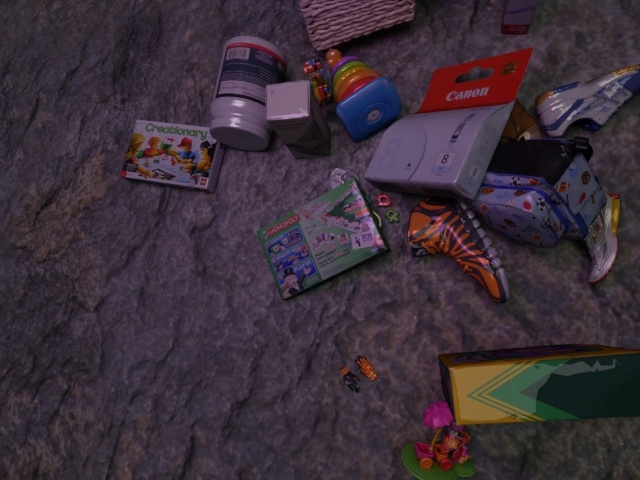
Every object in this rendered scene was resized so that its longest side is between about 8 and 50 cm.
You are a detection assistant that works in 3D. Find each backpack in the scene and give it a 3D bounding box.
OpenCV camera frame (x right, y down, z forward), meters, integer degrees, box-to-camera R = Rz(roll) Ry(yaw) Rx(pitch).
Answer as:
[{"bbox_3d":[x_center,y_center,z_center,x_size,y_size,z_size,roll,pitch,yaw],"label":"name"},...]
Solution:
[{"bbox_3d":[0.491,-0.100,0.962,0.264,0.276,0.213,28,94,-26],"label":"backpack"}]

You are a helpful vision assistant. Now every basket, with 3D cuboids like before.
[{"bbox_3d":[0.076,-0.755,1.155,0.329,0.266,0.331,-15,63,8],"label":"basket"}]

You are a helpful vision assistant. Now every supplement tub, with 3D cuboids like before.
[{"bbox_3d":[-0.208,-0.417,1.223,0.191,0.191,0.272,7,81,14],"label":"supplement tub"}]

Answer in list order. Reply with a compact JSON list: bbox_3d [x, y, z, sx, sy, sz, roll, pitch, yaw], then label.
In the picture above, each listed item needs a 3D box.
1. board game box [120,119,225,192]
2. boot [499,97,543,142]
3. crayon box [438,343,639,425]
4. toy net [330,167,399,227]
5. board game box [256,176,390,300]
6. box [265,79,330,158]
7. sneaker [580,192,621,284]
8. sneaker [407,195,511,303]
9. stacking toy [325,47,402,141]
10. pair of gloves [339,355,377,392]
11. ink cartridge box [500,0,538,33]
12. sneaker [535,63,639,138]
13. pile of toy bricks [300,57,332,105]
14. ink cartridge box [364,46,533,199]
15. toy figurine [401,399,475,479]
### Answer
[{"bbox_3d":[-0.452,-0.262,1.319,0.306,0.053,0.192,9,81,14],"label":"board game box"},{"bbox_3d":[0.460,-0.279,1.111,0.197,0.073,0.152,-21,76,-4],"label":"boot"},{"bbox_3d":[0.409,0.276,0.856,0.313,0.363,0.106,-9,77,11],"label":"crayon box"},{"bbox_3d":[0.111,-0.123,1.169,0.122,0.045,0.232,-35,73,5],"label":"toy net"},{"bbox_3d":[0.000,0.000,1.140,0.318,0.046,0.213,-27,73,17],"label":"board game box"},{"bbox_3d":[-0.050,-0.305,1.121,0.113,0.275,0.094,-3,81,13],"label":"box"},{"bbox_3d":[0.647,-0.005,1.013,0.093,0.088,0.225,6,73,21],"label":"sneaker"},{"bbox_3d":[0.327,0.032,1.063,0.180,0.124,0.321,-26,64,11],"label":"sneaker"},{"bbox_3d":[0.088,-0.447,1.202,0.166,0.175,0.301,-31,60,10],"label":"stacking toy"},{"bbox_3d":[0.097,0.343,1.096,0.083,0.010,0.074,-37,74,4],"label":"pair of gloves"},{"bbox_3d":[0.530,-0.651,1.113,0.073,0.175,0.127,9,81,15],"label":"ink cartridge box"},{"bbox_3d":[0.698,-0.343,1.065,0.297,0.112,0.130,-16,93,11],"label":"sneaker"},{"bbox_3d":[-0.032,-0.420,1.165,0.105,0.212,0.118,-18,108,8],"label":"pile of toy bricks"},{"bbox_3d":[0.301,-0.298,1.049,0.308,0.091,0.384,17,83,56],"label":"ink cartridge box"},{"bbox_3d":[0.283,0.438,0.955,0.173,0.130,0.159,9,105,-7],"label":"toy figurine"}]
